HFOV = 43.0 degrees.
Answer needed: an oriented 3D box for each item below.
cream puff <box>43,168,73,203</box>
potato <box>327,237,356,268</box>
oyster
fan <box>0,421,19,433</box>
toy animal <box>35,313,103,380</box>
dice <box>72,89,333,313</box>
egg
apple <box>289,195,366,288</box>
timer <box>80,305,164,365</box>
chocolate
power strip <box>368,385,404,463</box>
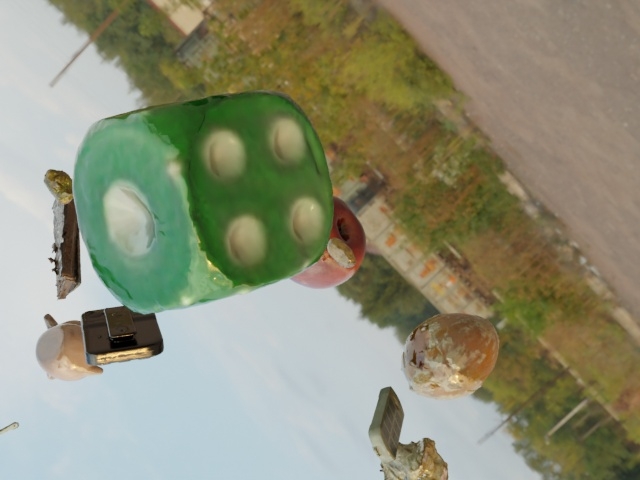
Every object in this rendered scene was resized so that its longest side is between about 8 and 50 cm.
[{"bbox_3d":[-0.603,-0.128,1.888,0.083,0.058,0.083,43,157,23],"label":"cream puff"},{"bbox_3d":[0.050,0.028,1.890,0.083,0.051,0.040,49,-140,-1],"label":"potato"},{"bbox_3d":[0.184,0.480,1.683,0.191,0.163,0.081,27,163,15],"label":"oyster"},{"bbox_3d":[-0.762,0.450,1.757,0.008,0.227,0.152,43,144,31],"label":"fan"},{"bbox_3d":[-0.640,0.281,2.052,0.154,0.166,0.250,19,168,-26],"label":"toy animal"},{"bbox_3d":[-0.173,-0.065,1.230,0.300,0.287,0.297,-18,-82,-45],"label":"dice"},{"bbox_3d":[0.291,0.258,1.825,0.195,0.233,0.195,53,-168,-17],"label":"egg"},{"bbox_3d":[0.000,0.000,2.226,0.260,0.216,0.260,23,-125,-36],"label":"apple"},{"bbox_3d":[-0.381,0.172,1.553,0.187,0.144,0.055,-134,42,-63],"label":"timer"},{"bbox_3d":[-0.617,0.000,1.977,0.065,0.102,0.329,15,-140,-30],"label":"chocolate"},{"bbox_3d":[0.140,0.374,1.676,0.080,0.029,0.227,63,-161,-11],"label":"power strip"}]
